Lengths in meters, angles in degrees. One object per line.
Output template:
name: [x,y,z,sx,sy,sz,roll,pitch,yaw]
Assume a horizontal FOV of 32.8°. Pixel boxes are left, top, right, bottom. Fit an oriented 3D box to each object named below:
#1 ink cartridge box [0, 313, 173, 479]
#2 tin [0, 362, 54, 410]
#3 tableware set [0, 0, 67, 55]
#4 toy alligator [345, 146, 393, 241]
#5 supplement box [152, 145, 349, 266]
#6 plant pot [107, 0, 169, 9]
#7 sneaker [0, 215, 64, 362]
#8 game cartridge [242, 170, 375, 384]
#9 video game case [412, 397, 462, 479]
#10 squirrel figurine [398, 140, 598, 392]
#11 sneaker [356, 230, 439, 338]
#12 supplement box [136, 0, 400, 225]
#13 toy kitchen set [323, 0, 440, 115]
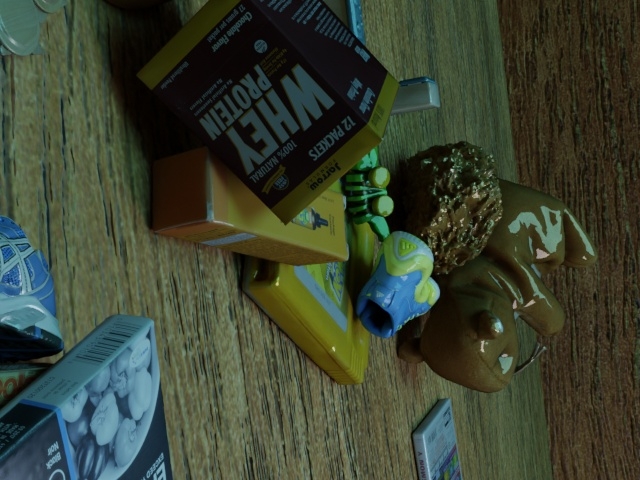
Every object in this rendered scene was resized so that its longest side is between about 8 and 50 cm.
ink cartridge box: [-0.172,0.190,0.770,0.206,0.045,0.208,-48,140,-58]
tin: [-0.216,0.137,0.751,0.189,0.040,0.106,12,88,-69]
tableware set: [-0.244,-0.228,0.844,0.141,0.020,0.169,-65,142,-58]
toy alligator: [0.054,-0.088,1.418,0.051,0.056,0.190,-13,99,-30]
supplement box: [-0.064,-0.028,1.103,0.233,0.080,0.078,16,67,-51]
plant pot: [-0.112,-0.373,0.980,0.291,0.203,0.291,-8,90,-69]
sneaker: [-0.239,0.019,0.711,0.211,0.080,0.081,59,23,-67]
game cartridge: [0.000,0.000,1.373,0.324,0.052,0.285,50,39,-54]
video game case: [0.199,0.380,1.821,0.201,0.023,0.184,-24,106,-70]
squirrel figurine: [0.234,0.044,1.776,0.397,0.281,0.370,58,40,-22]
sneaker: [0.092,0.078,1.461,0.126,0.091,0.240,-55,160,-15]
supplement box: [-0.040,-0.154,1.047,0.194,0.129,0.191,45,22,-11]
toy kitchen set: [0.081,-0.271,1.572,0.207,0.122,0.166,-6,89,-70]
